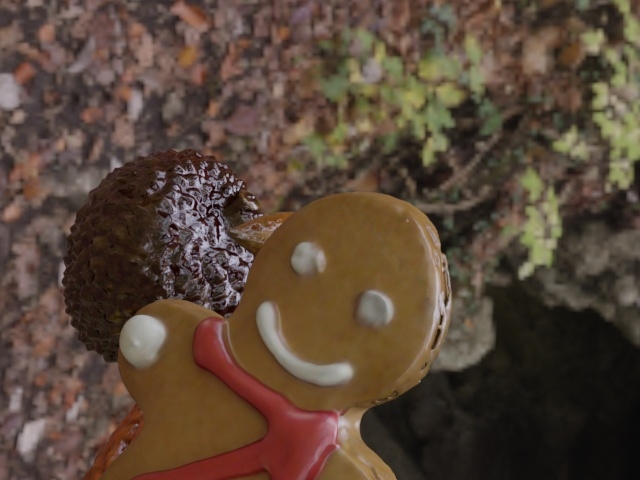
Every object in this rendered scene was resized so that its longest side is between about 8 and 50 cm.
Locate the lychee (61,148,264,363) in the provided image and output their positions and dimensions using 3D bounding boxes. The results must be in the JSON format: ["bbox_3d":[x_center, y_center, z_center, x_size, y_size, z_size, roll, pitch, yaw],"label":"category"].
[{"bbox_3d":[-0.165,0.029,1.480,0.236,0.271,0.236,29,38,-26],"label":"lychee"}]

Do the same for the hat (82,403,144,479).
[{"bbox_3d":[-0.149,0.346,1.324,0.400,0.285,0.285,-52,136,-35],"label":"hat"}]

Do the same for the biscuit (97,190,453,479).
[{"bbox_3d":[-0.053,0.118,0.738,0.340,0.216,0.047,-53,150,11],"label":"biscuit"}]

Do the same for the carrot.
[{"bbox_3d":[0.000,0.000,1.214,0.205,0.072,0.072,8,85,-43],"label":"carrot"}]
